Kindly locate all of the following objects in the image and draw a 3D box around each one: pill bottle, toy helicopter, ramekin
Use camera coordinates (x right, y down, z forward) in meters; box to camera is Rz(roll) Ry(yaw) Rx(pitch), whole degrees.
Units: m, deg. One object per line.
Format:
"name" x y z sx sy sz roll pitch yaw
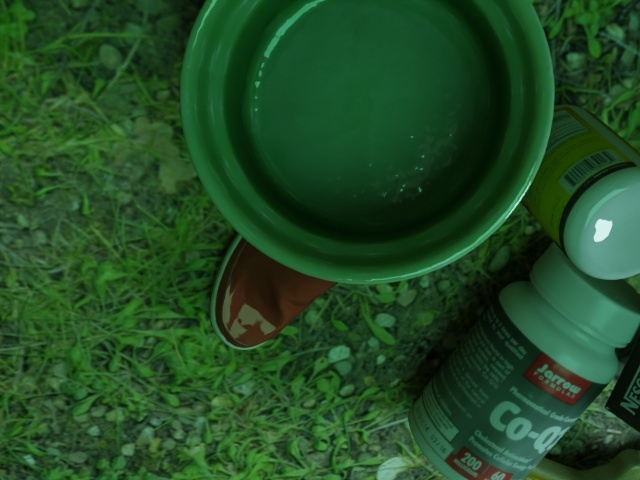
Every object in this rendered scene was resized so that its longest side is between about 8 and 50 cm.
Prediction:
"pill bottle" 0.244 0.152 1.060 0.161 0.161 0.283 24 113 -25
"toy helicopter" 0.355 0.367 1.261 0.355 0.140 0.235 26 121 -14
"pill bottle" 0.259 -0.061 0.902 0.117 0.215 0.117 -6 121 -10
"ramekin" 0.041 -0.121 0.792 0.303 0.148 0.303 1 96 6

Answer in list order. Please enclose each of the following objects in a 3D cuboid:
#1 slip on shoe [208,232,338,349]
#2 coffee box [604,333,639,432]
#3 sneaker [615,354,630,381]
"slip on shoe" 0.000 0.000 0.947 0.123 0.101 0.331 35 109 -30
"coffee box" 0.445 0.104 0.954 0.119 0.168 0.297 -29 142 -38
"sneaker" 0.520 0.156 1.187 0.281 0.105 0.115 2 89 -11
